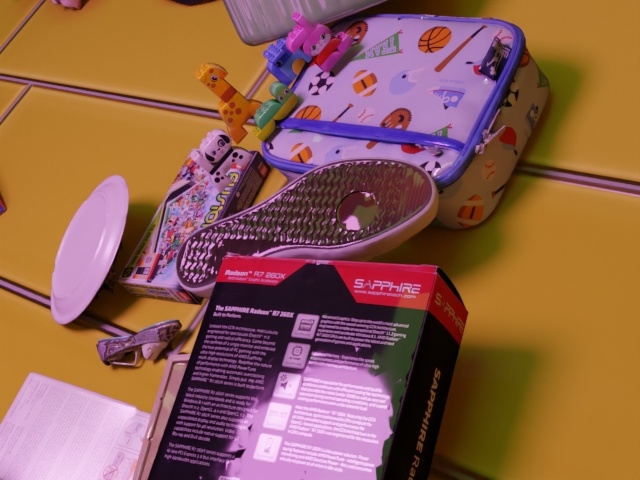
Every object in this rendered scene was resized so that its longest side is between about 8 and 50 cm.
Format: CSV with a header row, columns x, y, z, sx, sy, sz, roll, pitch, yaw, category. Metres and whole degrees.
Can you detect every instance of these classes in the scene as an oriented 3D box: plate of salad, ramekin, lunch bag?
x,y,z,sx,sy,sz,roll,pitch,yaw,category
-0.283,0.014,1.302,0.200,0.048,0.200,-36,41,39,plate of salad
0.006,-0.353,1.285,0.303,0.148,0.303,-19,13,5,ramekin
0.091,-0.133,1.150,0.303,0.115,0.243,12,64,41,lunch bag

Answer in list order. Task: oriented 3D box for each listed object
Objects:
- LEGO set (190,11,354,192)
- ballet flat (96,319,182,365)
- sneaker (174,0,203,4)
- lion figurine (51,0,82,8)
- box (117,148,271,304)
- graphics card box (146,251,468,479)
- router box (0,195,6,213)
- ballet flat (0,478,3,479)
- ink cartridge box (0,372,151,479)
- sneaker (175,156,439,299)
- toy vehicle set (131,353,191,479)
x,y,z,sx,sy,sz,roll,pitch,yaw,category
-0.082,-0.178,1.177,0.227,0.093,0.087,-49,30,3,LEGO set
-0.205,0.122,1.188,0.114,0.041,0.041,-17,47,22,ballet flat
-0.140,-0.458,1.598,0.330,0.123,0.146,-2,35,34,sneaker
-0.478,-0.563,1.885,0.240,0.142,0.392,-10,45,18,lion figurine
-0.153,-0.022,1.270,0.114,0.036,0.207,4,57,36,box
-0.028,0.198,0.895,0.232,0.094,0.371,3,63,30,graphics card box
-0.671,-0.043,1.603,0.335,0.082,0.301,-38,43,0,router box
-0.328,0.300,1.031,0.087,0.083,0.247,-12,78,-5,ballet flat
-0.257,0.256,1.108,0.224,0.056,0.181,14,61,20,ink cartridge box
0.000,0.000,1.078,0.290,0.123,0.106,-17,59,23,sneaker
-0.052,0.185,1.015,0.266,0.035,0.166,-6,52,26,toy vehicle set
